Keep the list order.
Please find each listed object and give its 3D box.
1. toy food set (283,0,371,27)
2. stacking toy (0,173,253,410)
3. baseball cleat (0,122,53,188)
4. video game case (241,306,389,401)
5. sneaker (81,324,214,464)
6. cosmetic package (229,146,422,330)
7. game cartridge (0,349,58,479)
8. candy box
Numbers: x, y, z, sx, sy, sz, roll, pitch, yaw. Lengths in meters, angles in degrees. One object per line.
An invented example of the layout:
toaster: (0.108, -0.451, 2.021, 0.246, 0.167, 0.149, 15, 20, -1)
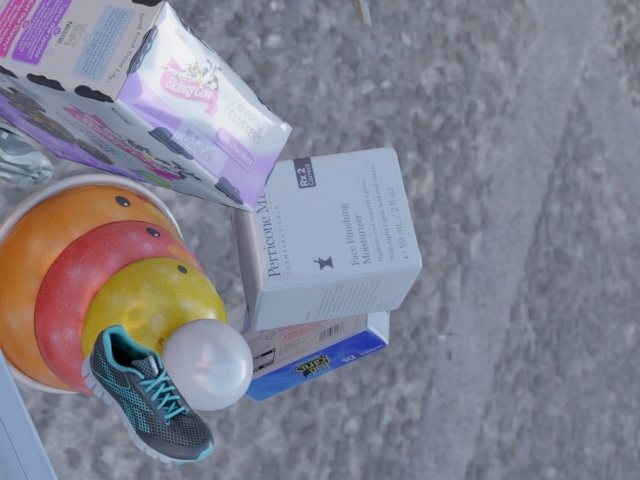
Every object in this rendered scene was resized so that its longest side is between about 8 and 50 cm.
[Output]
toy food set: (-0.103, -0.310, 1.349, 0.219, 0.306, 0.092, -103, -162, -63)
stacking toy: (-0.240, 0.121, 1.590, 0.351, 0.480, 0.350, -14, 114, -35)
baseball cleat: (-0.456, -0.127, 1.534, 0.072, 0.109, 0.206, -50, 148, 4)
video game case: (-0.007, 0.102, 1.788, 0.061, 0.269, 0.244, 40, 39, -34)
sneaker: (-0.166, 0.145, 1.085, 0.065, 0.166, 0.076, -34, 153, -42)
cosmetic package: (0.000, 0.000, 1.290, 0.184, 0.151, 0.151, -9, 70, -11)
game cartridge: (-0.332, 0.158, 0.967, 0.062, 0.297, 0.198, -23, 97, -40)
candy box: (-0.144, -0.100, 0.752, 0.165, 0.196, 0.070, 42, 69, -55)
